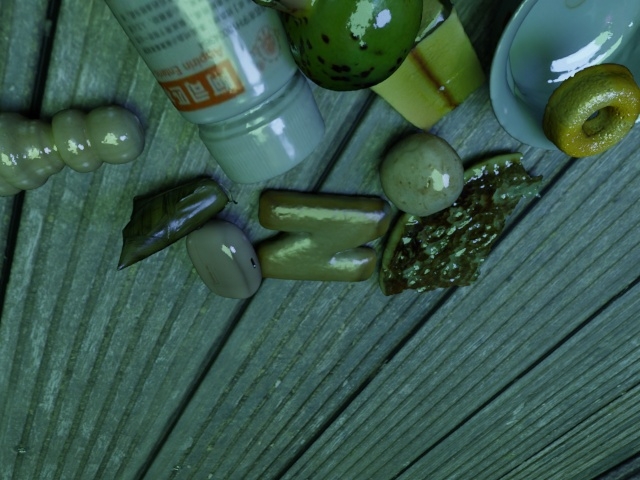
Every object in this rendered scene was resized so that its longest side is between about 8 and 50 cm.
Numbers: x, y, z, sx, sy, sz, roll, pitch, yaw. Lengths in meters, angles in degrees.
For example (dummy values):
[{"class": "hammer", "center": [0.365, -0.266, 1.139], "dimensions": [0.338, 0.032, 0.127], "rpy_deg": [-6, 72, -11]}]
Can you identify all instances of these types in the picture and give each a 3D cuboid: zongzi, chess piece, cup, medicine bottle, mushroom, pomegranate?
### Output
[{"class": "zongzi", "center": [-0.267, -0.036, 0.843], "dimensions": [0.204, 0.204, 0.094], "rpy_deg": [-18, 119, 5]}, {"class": "chess piece", "center": [-0.436, -0.167, 0.775], "dimensions": [0.260, 0.143, 0.143], "rpy_deg": [-13, 129, -8]}, {"class": "cup", "center": [0.420, -0.334, 0.722], "dimensions": [0.346, 0.163, 0.347], "rpy_deg": [-3, 138, -3]}, {"class": "medicine bottle", "center": [-0.148, -0.284, 0.659], "dimensions": [0.211, 0.211, 0.372], "rpy_deg": [-22, 128, 9]}, {"class": "mushroom", "center": [0.200, -0.128, 0.886], "dimensions": [0.127, 0.166, 0.166], "rpy_deg": [-31, 144, -42]}, {"class": "pomegranate", "center": [0.020, -0.297, 0.576], "dimensions": [0.247, 0.202, 0.202], "rpy_deg": [4, 130, -36]}]

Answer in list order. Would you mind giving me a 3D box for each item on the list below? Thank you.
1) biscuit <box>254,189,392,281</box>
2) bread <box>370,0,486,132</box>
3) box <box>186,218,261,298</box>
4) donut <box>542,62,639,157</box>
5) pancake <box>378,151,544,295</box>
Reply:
[{"class": "biscuit", "center": [0.000, 0.000, 1.006], "dimensions": [0.290, 0.062, 0.237], "rpy_deg": [5, 128, -11]}, {"class": "bread", "center": [0.154, -0.325, 0.784], "dimensions": [0.167, 0.163, 0.264], "rpy_deg": [-39, 156, 21]}, {"class": "box", "center": [-0.205, 0.043, 0.971], "dimensions": [0.145, 0.088, 0.200], "rpy_deg": [4, 131, 26]}, {"class": "donut", "center": [0.430, -0.197, 0.713], "dimensions": [0.151, 0.058, 0.152], "rpy_deg": [-4, 140, -4]}, {"class": "pancake", "center": [0.310, -0.029, 1.042], "dimensions": [0.304, 0.067, 0.427], "rpy_deg": [7, 126, -24]}]
